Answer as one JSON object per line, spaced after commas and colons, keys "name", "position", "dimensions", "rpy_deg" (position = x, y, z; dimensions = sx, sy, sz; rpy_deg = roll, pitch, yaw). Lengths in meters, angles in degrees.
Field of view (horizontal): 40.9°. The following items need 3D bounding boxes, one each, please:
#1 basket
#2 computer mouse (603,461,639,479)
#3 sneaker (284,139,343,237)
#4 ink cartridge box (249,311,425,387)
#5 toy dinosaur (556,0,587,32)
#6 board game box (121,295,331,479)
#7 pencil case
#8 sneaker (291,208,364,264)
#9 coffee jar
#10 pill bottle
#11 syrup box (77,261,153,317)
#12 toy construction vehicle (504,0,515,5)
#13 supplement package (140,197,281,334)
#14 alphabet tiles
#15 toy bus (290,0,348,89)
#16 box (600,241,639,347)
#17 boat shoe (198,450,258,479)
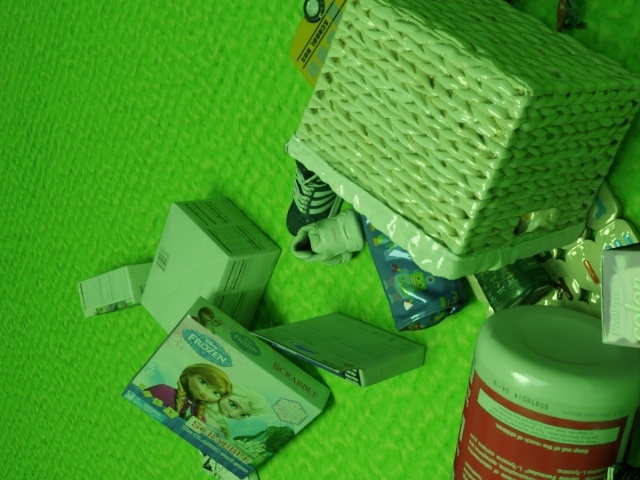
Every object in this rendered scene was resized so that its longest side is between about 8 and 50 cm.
{"name": "basket", "position": [0.200, -0.160, 1.158], "dimensions": [0.331, 0.328, 0.266], "rpy_deg": [42, 126, 32]}
{"name": "computer mouse", "position": [0.464, 0.217, 1.098], "dimensions": [0.072, 0.188, 0.272], "rpy_deg": [45, 108, 36]}
{"name": "sneaker", "position": [-0.020, -0.101, 1.544], "dimensions": [0.282, 0.153, 0.099], "rpy_deg": [-49, 61, 37]}
{"name": "ink cartridge box", "position": [0.028, 0.190, 1.485], "dimensions": [0.223, 0.224, 0.045], "rpy_deg": [18, 107, 43]}
{"name": "toy dinosaur", "position": [0.349, -0.334, 1.205], "dimensions": [0.047, 0.090, 0.082], "rpy_deg": [28, 159, 50]}
{"name": "board game box", "position": [-0.196, 0.305, 1.715], "dimensions": [0.318, 0.066, 0.318], "rpy_deg": [36, 128, -7]}
{"name": "pencil case", "position": [0.145, -0.006, 1.418], "dimensions": [0.133, 0.119, 0.306], "rpy_deg": [-22, 79, 29]}
{"name": "sneaker", "position": [0.000, 0.000, 1.516], "dimensions": [0.232, 0.115, 0.090], "rpy_deg": [123, 132, -76]}
{"name": "coffee jar", "position": [0.264, 0.019, 1.301], "dimensions": [0.184, 0.079, 0.096], "rpy_deg": [61, 139, 22]}
{"name": "pill bottle", "position": [0.304, 0.317, 1.211], "dimensions": [0.229, 0.229, 0.408], "rpy_deg": [25, 118, 40]}
{"name": "syrup box", "position": [-0.483, 0.120, 2.076], "dimensions": [0.237, 0.093, 0.096], "rpy_deg": [-18, 83, 45]}
{"name": "toy construction vehicle", "position": [0.286, -0.399, 1.291], "dimensions": [0.098, 0.035, 0.086], "rpy_deg": [-41, 56, 37]}
{"name": "supplement package", "position": [-0.233, 0.075, 1.784], "dimensions": [0.204, 0.145, 0.262], "rpy_deg": [42, 122, 32]}
{"name": "alphabet tiles", "position": [0.345, 0.035, 1.291], "dimensions": [0.284, 0.021, 0.278], "rpy_deg": [-42, 65, 39]}
{"name": "toy bus", "position": [0.075, -0.412, 1.440], "dimensions": [0.130, 0.108, 0.333], "rpy_deg": [55, 129, 24]}
{"name": "box", "position": [0.493, 0.060, 1.012], "dimensions": [0.243, 0.213, 0.117], "rpy_deg": [1, 96, 45]}
{"name": "boat shoe", "position": [-0.222, 0.476, 1.868], "dimensions": [0.258, 0.084, 0.095], "rpy_deg": [54, 128, 25]}
